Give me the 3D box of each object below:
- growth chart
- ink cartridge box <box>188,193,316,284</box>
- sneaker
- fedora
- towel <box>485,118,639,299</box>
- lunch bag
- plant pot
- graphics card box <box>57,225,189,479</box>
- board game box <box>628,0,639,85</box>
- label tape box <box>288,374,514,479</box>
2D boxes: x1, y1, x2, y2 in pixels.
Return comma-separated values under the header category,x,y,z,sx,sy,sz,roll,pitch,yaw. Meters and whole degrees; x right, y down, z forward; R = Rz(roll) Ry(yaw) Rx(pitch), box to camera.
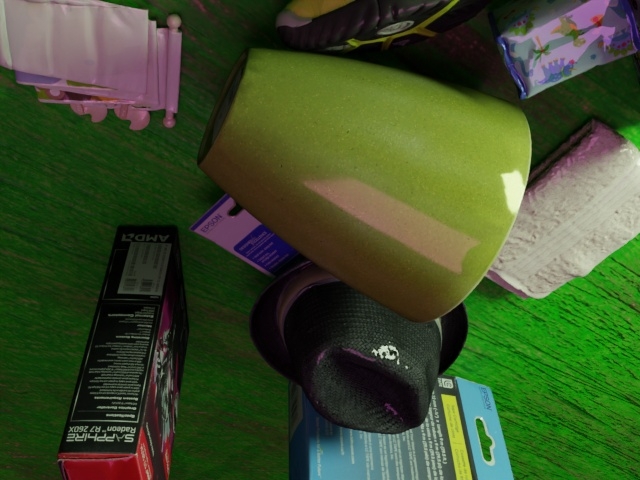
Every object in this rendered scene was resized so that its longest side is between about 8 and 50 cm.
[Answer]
category,x,y,z,sx,sy,sz,roll,pitch,yaw
growth chart,-0.270,-0.211,0.868,0.237,0.021,0.172,12,132,-14
ink cartridge box,0.000,0.000,1.053,0.332,0.065,0.165,34,123,-31
sneaker,0.118,-0.296,0.754,0.384,0.145,0.147,-18,91,28
fedora,0.061,0.167,1.062,0.334,0.152,0.334,-2,131,-2
towel,0.333,-0.028,1.055,0.187,0.049,0.282,26,126,-26
lunch bag,0.245,-0.226,0.792,0.129,0.151,0.096,-21,121,17
plant pot,0.026,-0.088,0.841,0.293,0.275,0.275,23,128,-17
graphics card box,-0.242,0.185,1.004,0.094,0.371,0.233,0,132,-3
board game box,0.372,-0.191,0.804,0.053,0.193,0.305,-23,131,18
label tape box,0.125,0.333,1.244,0.347,0.249,0.115,13,131,-15
